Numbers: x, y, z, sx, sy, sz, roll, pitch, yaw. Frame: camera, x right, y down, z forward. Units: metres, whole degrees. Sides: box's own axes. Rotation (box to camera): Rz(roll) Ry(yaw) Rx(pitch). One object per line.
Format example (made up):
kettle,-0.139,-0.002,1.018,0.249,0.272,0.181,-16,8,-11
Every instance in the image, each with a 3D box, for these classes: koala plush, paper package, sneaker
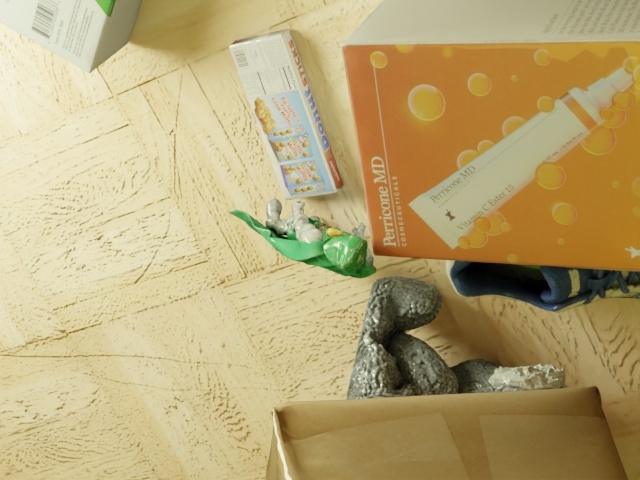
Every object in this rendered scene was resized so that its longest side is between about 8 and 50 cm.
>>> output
koala plush,0.137,0.177,1.376,0.221,0.203,0.196,13,125,3
paper package,0.104,0.292,1.268,0.325,0.168,0.309,-2,139,-12
sneaker,0.263,0.027,1.251,0.297,0.131,0.111,0,117,23

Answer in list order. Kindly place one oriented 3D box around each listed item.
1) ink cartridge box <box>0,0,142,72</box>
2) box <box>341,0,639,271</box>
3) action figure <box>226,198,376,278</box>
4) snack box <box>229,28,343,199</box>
ink cartridge box,-0.282,-0.291,1.334,0.208,0.087,0.153,30,127,4
box,0.218,-0.107,1.165,0.345,0.168,0.215,3,120,24
action figure,0.000,0.000,1.303,0.137,0.232,0.063,21,91,-20
snack box,-0.034,-0.127,1.360,0.064,0.022,0.178,-8,115,27
